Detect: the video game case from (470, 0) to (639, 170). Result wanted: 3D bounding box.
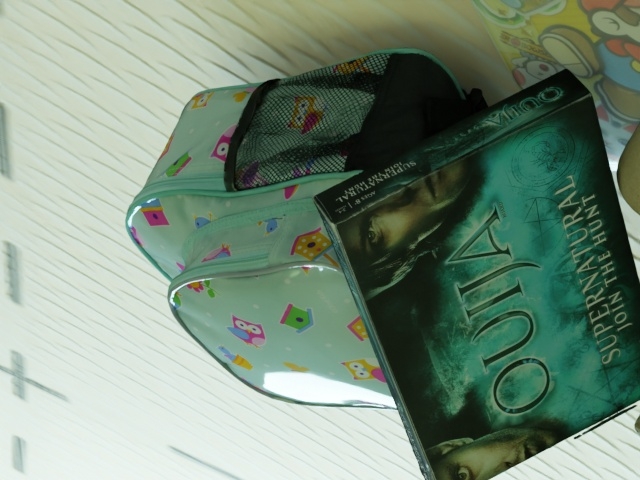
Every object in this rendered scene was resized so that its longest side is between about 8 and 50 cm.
[{"bbox_3d":[0.161,-0.096,0.766,0.227,0.026,0.206,5,144,37],"label":"video game case"}]

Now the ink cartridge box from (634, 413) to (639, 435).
[{"bbox_3d":[0.286,0.122,0.858,0.234,0.088,0.193,31,177,-18],"label":"ink cartridge box"}]

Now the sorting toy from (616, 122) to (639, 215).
[{"bbox_3d":[0.236,-0.024,0.762,0.208,0.038,0.193,30,152,5],"label":"sorting toy"}]

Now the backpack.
[{"bbox_3d":[0.000,0.000,0.951,0.188,0.144,0.166,4,149,42],"label":"backpack"}]

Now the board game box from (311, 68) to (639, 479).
[{"bbox_3d":[0.081,0.026,0.866,0.026,0.126,0.186,55,170,50],"label":"board game box"}]
